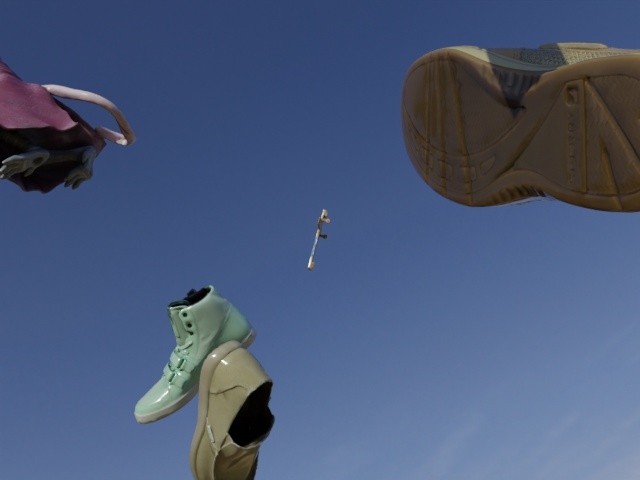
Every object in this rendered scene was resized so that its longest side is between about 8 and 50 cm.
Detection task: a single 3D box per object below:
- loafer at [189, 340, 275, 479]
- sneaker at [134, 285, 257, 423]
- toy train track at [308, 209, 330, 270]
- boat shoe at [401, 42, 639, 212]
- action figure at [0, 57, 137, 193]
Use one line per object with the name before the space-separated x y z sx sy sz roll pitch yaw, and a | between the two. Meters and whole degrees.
loafer | -0.118 0.270 1.080 0.102 0.092 0.268 -25 -51 -40
sneaker | -0.251 0.189 1.345 0.256 0.094 0.151 -42 -68 -14
toy train track | 0.000 0.000 1.009 0.014 0.083 0.048 13 -20 7
boat shoe | 0.173 -0.084 0.572 0.110 0.341 0.121 -10 -73 -22
action figure | -0.522 -0.247 1.243 0.276 0.370 0.248 -37 -23 -15
